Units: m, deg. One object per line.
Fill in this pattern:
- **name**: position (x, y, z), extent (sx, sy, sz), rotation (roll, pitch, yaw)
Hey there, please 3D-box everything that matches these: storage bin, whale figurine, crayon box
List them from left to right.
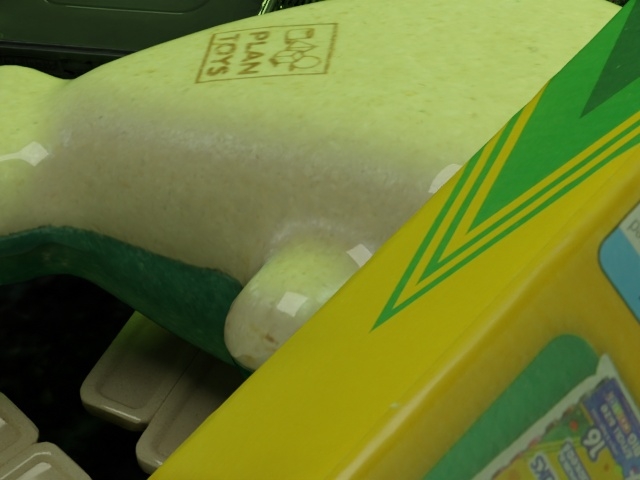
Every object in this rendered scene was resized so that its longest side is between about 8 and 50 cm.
- **storage bin**: position (-0.060, -0.105, 0.728), extent (0.122, 0.084, 0.180), rotation (6, 45, 15)
- **whale figurine**: position (0.000, 0.000, 0.562), extent (0.272, 0.141, 0.216), rotation (0, 32, 5)
- **crayon box**: position (0.103, 0.064, 0.424), extent (0.323, 0.203, 0.083), rotation (-44, 18, -24)

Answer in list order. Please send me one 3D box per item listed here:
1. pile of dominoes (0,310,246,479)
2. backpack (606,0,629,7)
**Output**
- **pile of dominoes**: position (-0.039, 0.139, 0.523), extent (0.196, 0.040, 0.251), rotation (-35, 58, -28)
- **backpack**: position (0.129, -0.147, 0.688), extent (0.188, 0.144, 0.166), rotation (20, 48, -4)
